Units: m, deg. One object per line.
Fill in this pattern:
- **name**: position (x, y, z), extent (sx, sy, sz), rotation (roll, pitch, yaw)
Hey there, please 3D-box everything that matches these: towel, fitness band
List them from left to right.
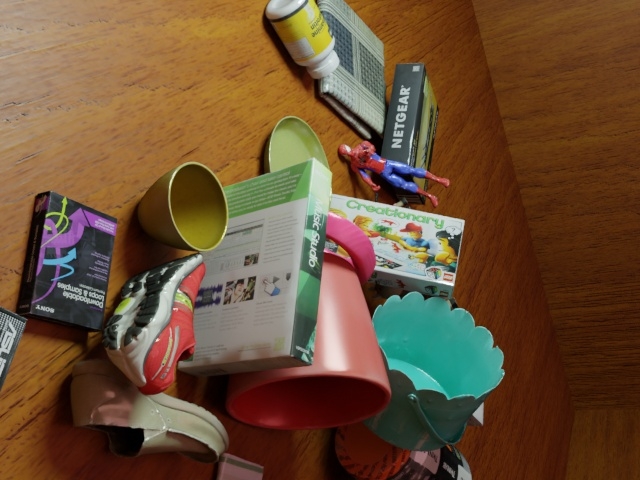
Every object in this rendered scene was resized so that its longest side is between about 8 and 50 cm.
- **towel**: position (-0.144, 0.432, 1.100), extent (0.113, 0.023, 0.152), rotation (41, 50, -46)
- **fitness band**: position (0.000, 0.000, 1.244), extent (0.054, 0.209, 0.291), rotation (-65, 163, -14)
- **towel**: position (0.078, -0.439, 1.723), extent (0.324, 0.056, 0.312), rotation (25, 58, -53)

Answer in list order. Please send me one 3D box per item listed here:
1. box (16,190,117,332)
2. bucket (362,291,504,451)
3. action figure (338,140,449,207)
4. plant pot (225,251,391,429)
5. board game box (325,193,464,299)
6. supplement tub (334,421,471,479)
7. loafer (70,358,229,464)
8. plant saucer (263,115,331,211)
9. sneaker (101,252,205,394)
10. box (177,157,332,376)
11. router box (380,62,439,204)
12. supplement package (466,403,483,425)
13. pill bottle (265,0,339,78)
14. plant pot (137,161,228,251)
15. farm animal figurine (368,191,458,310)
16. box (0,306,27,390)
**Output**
- **box**: position (-0.325, 0.030, 0.883), extent (0.116, 0.029, 0.162), rotation (29, 58, -54)
- **bucket**: position (0.195, 0.256, 1.312), extent (0.281, 0.281, 0.183), rotation (-47, 163, -55)
- **action figure**: position (0.171, -0.156, 1.616), extent (0.139, 0.280, 0.091), rotation (-84, -162, -67)
- **plant pot**: position (-0.024, 0.167, 1.160), extent (0.275, 0.275, 0.243), rotation (42, 37, -48)
- **board game box**: position (0.143, 0.009, 1.450), extent (0.053, 0.305, 0.193), rotation (92, 12, -48)
- **supplement tub**: position (0.179, 0.479, 1.461), extent (0.338, 0.207, 0.207), rotation (49, 42, -44)
- **loafer**: position (-0.234, 0.253, 0.916), extent (0.268, 0.102, 0.092), rotation (42, 48, -36)
- **plant saucer**: position (-0.051, -0.135, 1.406), extent (0.241, 0.037, 0.240), rotation (24, 61, -55)
- **sneaker**: position (-0.215, 0.110, 0.934), extent (0.279, 0.107, 0.118), rotation (-77, 146, -64)
- **box**: position (-0.101, 0.045, 1.063), extent (0.058, 0.232, 0.322), rotation (32, 55, -46)
- **router box**: position (0.246, -0.283, 1.838), extent (0.243, 0.081, 0.308), rotation (45, 52, -63)
- **supplement package**: position (0.240, 0.346, 1.568), extent (0.134, 0.244, 0.139), rotation (47, 44, -45)
- **pill bottle**: position (-0.032, -0.443, 1.459), extent (0.184, 0.103, 0.103), rotation (53, 39, -40)
- **plant pot**: position (-0.218, -0.044, 1.024), extent (0.134, 0.095, 0.134), rotation (24, 62, -57)
- **farm animal figurine**: position (0.202, 0.090, 1.629), extent (0.326, 0.172, 0.330), rotation (59, 10, -32)
- **box**: position (-0.412, 0.132, 0.684), extent (0.184, 0.045, 0.190), rotation (43, 47, -45)
